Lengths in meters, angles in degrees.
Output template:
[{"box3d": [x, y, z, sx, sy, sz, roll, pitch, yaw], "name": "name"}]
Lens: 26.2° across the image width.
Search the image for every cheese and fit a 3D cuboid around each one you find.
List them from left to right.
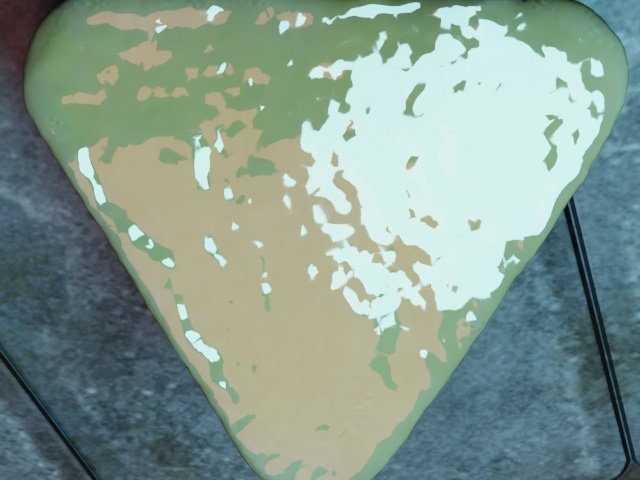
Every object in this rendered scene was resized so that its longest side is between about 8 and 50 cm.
[{"box3d": [-0.001, 0.000, 0.920, 0.383, 0.104, 0.384, -2, 108, -5], "name": "cheese"}]
